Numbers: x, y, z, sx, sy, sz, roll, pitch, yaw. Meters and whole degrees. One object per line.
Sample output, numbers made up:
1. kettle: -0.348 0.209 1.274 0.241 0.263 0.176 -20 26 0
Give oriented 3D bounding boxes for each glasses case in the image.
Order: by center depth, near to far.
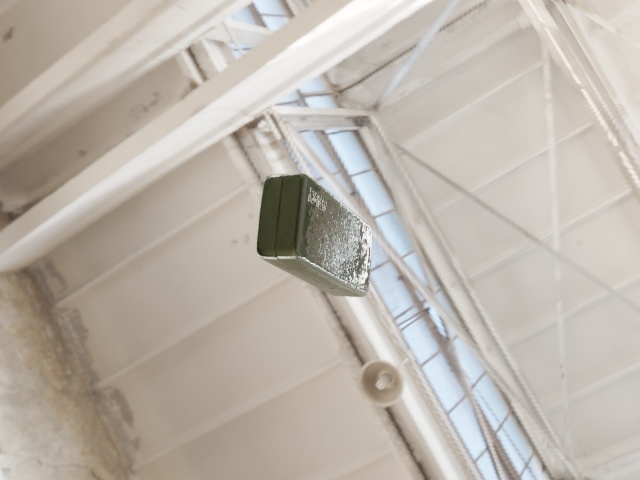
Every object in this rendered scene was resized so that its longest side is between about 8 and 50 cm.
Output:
1. glasses case: 0.000 0.000 0.785 0.040 0.184 0.077 0 -105 23
